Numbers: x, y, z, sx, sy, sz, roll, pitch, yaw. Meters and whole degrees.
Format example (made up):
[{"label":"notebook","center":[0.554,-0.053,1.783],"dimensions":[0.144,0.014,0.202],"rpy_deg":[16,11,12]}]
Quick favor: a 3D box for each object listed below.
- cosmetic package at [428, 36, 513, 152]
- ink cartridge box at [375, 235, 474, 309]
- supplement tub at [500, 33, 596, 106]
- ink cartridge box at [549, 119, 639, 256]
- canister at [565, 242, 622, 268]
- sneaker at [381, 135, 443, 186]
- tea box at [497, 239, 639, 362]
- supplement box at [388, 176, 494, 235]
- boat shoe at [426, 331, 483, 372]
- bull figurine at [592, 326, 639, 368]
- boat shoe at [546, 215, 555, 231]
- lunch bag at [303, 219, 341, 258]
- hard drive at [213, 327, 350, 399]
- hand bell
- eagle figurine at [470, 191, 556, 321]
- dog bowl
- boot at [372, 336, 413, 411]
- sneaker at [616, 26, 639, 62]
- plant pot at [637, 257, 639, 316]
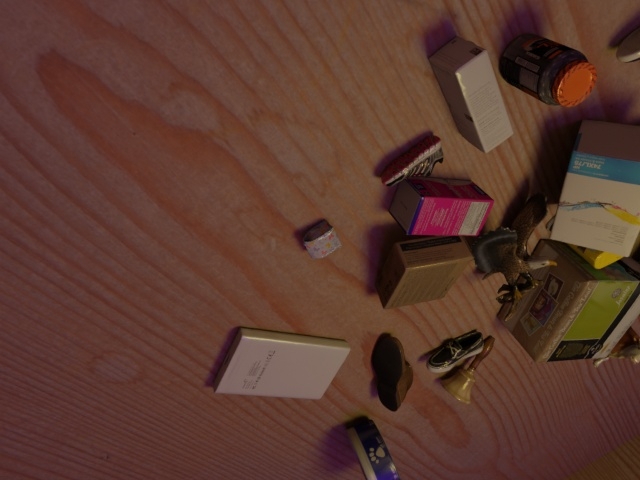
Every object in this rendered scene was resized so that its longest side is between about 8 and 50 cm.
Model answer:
[{"label":"cosmetic package","center":[0.335,-0.317,1.087],"dimensions":[0.085,0.117,0.231],"rpy_deg":[-36,128,6]},{"label":"ink cartridge box","center":[0.271,0.086,1.329],"dimensions":[0.193,0.088,0.235],"rpy_deg":[-9,148,-15]},{"label":"supplement tub","center":[0.489,-0.365,1.062],"dimensions":[0.116,0.190,0.117],"rpy_deg":[-11,128,-14]},{"label":"ink cartridge box","center":[0.737,-0.137,1.273],"dimensions":[0.198,0.197,0.270],"rpy_deg":[-49,145,-43]},{"label":"canister","center":[0.804,-0.005,1.459],"dimensions":[0.126,0.170,0.073],"rpy_deg":[-27,130,-1]},{"label":"sneaker","center":[0.227,-0.174,1.184],"dimensions":[0.170,0.063,0.075],"rpy_deg":[-37,123,1]},{"label":"tea box","center":[0.814,0.193,1.575],"dimensions":[0.323,0.220,0.329],"rpy_deg":[3,123,-24]},{"label":"supplement box","center":[0.306,-0.085,1.248],"dimensions":[0.219,0.111,0.114],"rpy_deg":[2,123,-23]},{"label":"boat shoe","center":[0.452,0.369,1.663],"dimensions":[0.219,0.078,0.070],"rpy_deg":[-23,131,-14]},{"label":"bull figurine","center":[1.010,0.332,1.713],"dimensions":[0.188,0.310,0.101],"rpy_deg":[-32,114,27]},{"label":"boat shoe","center":[0.738,-0.076,1.465],"dimensions":[0.049,0.040,0.142],"rpy_deg":[25,113,-33]},{"label":"lunch bag","center":[0.000,0.000,1.232],"dimensions":[0.083,0.053,0.071],"rpy_deg":[-35,132,-6]},{"label":"hard drive","center":[-0.112,0.374,1.465],"dimensions":[0.352,0.047,0.233],"rpy_deg":[14,118,-28]},{"label":"hand bell","center":[0.546,0.444,1.748],"dimensions":[0.126,0.126,0.242],"rpy_deg":[26,101,-34]},{"label":"eagle figurine","center":[0.541,0.032,1.371],"dimensions":[0.225,0.226,0.299],"rpy_deg":[-16,114,21]},{"label":"dog bowl","center":[0.189,0.775,1.732],"dimensions":[0.104,0.265,0.265],"rpy_deg":[-22,129,-7]},{"label":"boot","center":[0.248,0.417,1.623],"dimensions":[0.115,0.112,0.306],"rpy_deg":[-34,132,-35]},{"label":"sneaker","center":[0.850,-0.465,1.181],"dimensions":[0.295,0.105,0.147],"rpy_deg":[-31,124,-3]},{"label":"plant pot","center":[1.218,0.118,1.626],"dimensions":[0.366,0.367,0.353],"rpy_deg":[11,132,-27]}]
